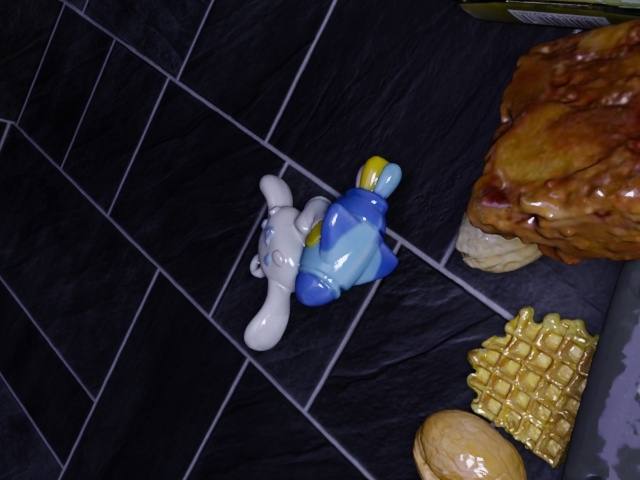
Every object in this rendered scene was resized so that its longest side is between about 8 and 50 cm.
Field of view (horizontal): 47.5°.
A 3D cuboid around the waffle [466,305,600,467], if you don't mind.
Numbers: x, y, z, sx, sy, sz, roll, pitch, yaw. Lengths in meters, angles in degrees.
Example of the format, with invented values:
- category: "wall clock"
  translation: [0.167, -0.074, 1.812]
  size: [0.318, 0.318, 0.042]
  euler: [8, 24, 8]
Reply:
- category: "waffle"
  translation: [0.347, 0.216, 1.197]
  size: [0.219, 0.057, 0.229]
  euler: [30, 102, 36]

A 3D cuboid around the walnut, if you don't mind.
- category: "walnut"
  translation: [0.243, 0.369, 1.197]
  size: [0.206, 0.159, 0.159]
  euler: [42, 109, 31]

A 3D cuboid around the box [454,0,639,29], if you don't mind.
- category: "box"
  translation: [0.445, -0.551, 1.161]
  size: [0.373, 0.138, 0.420]
  euler: [19, 96, 38]

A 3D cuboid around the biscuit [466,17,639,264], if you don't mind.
- category: "biscuit"
  translation: [0.423, -0.137, 0.948]
  size: [0.395, 0.166, 0.343]
  euler: [-3, 54, 42]

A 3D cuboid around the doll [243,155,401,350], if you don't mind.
- category: "doll"
  translation: [-0.005, -0.001, 1.408]
  size: [0.365, 0.187, 0.376]
  euler: [-19, 74, 34]

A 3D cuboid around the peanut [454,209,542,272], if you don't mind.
- category: "peanut"
  translation: [0.364, -0.052, 1.167]
  size: [0.313, 0.149, 0.149]
  euler: [-29, 68, 27]

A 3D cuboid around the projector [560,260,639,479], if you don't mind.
- category: "projector"
  translation: [0.555, 0.232, 0.923]
  size: [0.395, 0.242, 0.405]
  euler: [17, 94, 38]
